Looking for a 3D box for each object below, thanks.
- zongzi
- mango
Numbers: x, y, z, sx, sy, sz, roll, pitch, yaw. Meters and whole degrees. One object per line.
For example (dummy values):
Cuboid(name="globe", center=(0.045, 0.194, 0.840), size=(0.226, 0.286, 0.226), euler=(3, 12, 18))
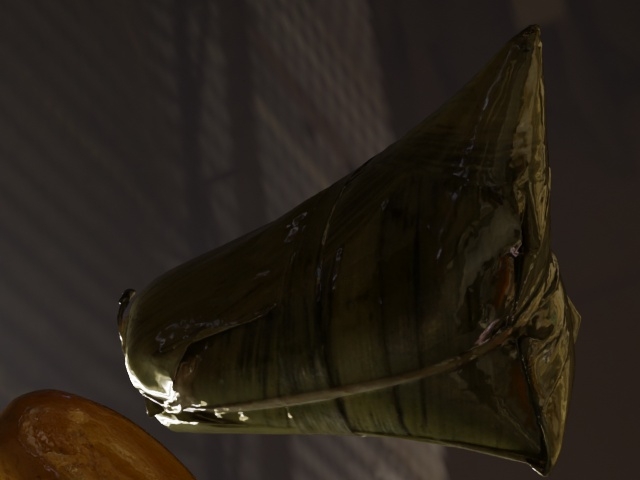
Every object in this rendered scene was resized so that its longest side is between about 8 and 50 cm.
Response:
Cuboid(name="zongzi", center=(-0.003, -0.001, 0.798), size=(0.204, 0.205, 0.094), euler=(80, -164, -44))
Cuboid(name="mango", center=(-0.074, 0.083, 0.680), size=(0.046, 0.089, 0.060), euler=(-55, -24, -23))
